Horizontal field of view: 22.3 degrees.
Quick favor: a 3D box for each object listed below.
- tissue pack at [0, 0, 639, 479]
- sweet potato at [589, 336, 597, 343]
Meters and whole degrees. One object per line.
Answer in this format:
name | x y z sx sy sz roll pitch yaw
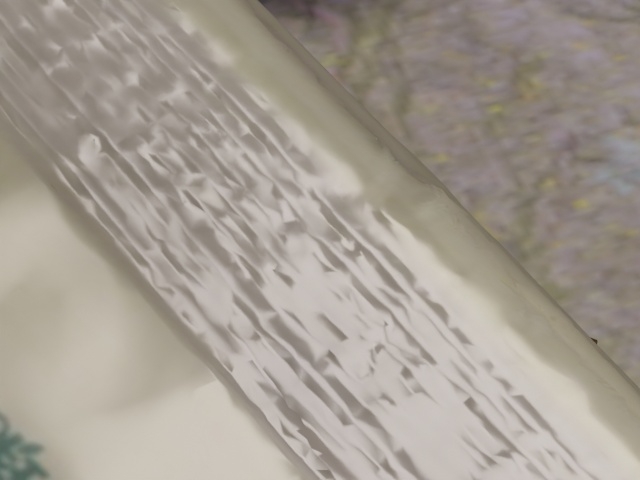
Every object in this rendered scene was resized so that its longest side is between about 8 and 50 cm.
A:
tissue pack | -0.050 0.073 0.530 0.207 0.297 0.380 -40 74 -14
sweet potato | 0.001 0.003 0.720 0.249 0.069 0.059 31 27 8
